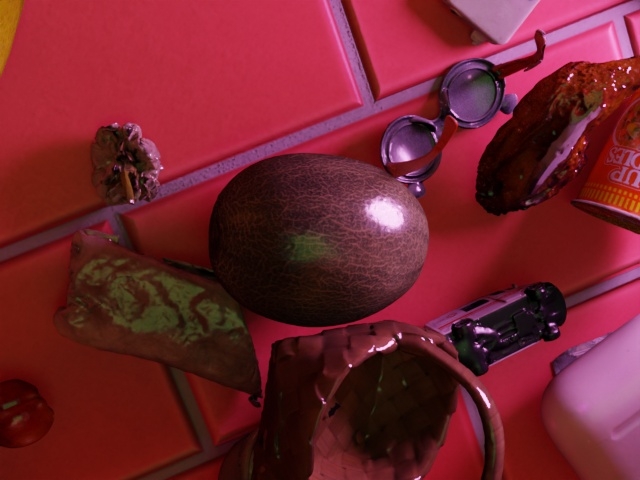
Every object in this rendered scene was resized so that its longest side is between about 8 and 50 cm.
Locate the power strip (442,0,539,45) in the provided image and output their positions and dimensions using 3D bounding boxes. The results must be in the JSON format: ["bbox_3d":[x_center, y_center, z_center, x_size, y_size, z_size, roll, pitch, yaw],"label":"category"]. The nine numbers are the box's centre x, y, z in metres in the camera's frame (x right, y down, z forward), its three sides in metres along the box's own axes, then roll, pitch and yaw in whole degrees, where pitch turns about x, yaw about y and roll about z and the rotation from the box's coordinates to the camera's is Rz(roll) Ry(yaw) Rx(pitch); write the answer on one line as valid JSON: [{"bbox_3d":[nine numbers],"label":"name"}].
[{"bbox_3d":[0.285,-0.404,1.735,0.118,0.046,0.270,37,93,-18],"label":"power strip"}]

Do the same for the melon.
[{"bbox_3d":[0.000,0.000,1.657,0.302,0.237,0.237,2,102,-20],"label":"melon"}]

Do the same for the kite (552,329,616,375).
[{"bbox_3d":[0.514,0.176,1.938,0.310,0.015,0.169,-37,107,-2],"label":"kite"}]

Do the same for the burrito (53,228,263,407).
[{"bbox_3d":[-0.204,0.107,1.710,0.348,0.107,0.175,23,110,-15],"label":"burrito"}]

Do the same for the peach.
[{"bbox_3d":[-0.428,0.245,1.690,0.101,0.101,0.100,-3,103,-13],"label":"peach"}]

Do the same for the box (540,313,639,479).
[{"bbox_3d":[0.522,0.291,1.891,0.289,0.141,0.349,-36,112,2],"label":"box"}]

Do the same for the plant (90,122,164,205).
[{"bbox_3d":[-0.267,-0.094,1.640,0.104,0.122,0.116,-20,114,4],"label":"plant"}]

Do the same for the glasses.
[{"bbox_3d":[0.211,-0.167,1.657,0.234,0.268,0.118,-41,101,-11],"label":"glasses"}]

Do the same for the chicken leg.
[{"bbox_3d":[0.374,-0.177,1.713,0.407,0.096,0.158,-40,125,20],"label":"chicken leg"}]

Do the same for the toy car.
[{"bbox_3d":[0.261,0.126,1.822,0.210,0.108,0.089,-25,105,-11],"label":"toy car"}]

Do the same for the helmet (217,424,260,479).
[{"bbox_3d":[-0.068,0.378,1.784,0.257,0.137,0.204,48,46,-26],"label":"helmet"}]

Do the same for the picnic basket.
[{"bbox_3d":[0.111,0.262,1.633,0.337,0.337,0.293,6,104,-15],"label":"picnic basket"}]

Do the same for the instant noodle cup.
[{"bbox_3d":[0.496,-0.119,1.792,0.193,0.193,0.212,22,89,-17],"label":"instant noodle cup"}]

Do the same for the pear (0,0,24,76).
[{"bbox_3d":[-0.492,-0.310,1.441,0.342,0.238,0.318,38,106,-25],"label":"pear"}]
